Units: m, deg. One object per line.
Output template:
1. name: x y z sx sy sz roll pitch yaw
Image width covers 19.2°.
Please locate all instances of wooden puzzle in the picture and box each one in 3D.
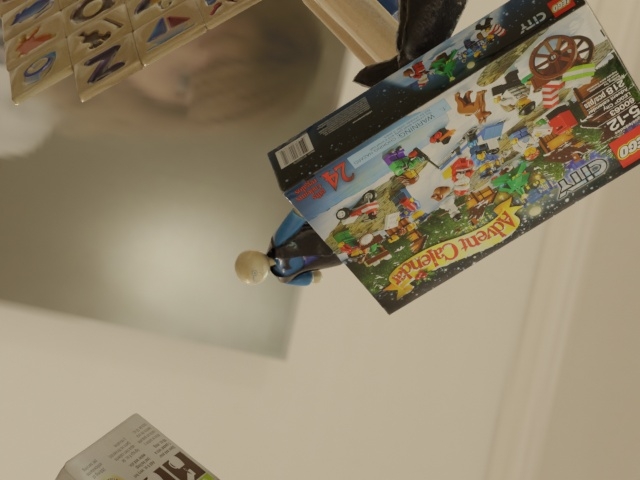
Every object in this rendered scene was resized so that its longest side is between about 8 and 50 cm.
1. wooden puzzle: 0.074 -0.204 1.854 0.080 0.322 0.348 -44 170 3

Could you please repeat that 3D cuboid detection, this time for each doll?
1. doll: 0.000 0.000 1.957 0.129 0.189 0.046 78 -9 -48

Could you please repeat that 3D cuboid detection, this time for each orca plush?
1. orca plush: 0.082 -0.245 1.348 0.287 0.102 0.151 -64 -176 3

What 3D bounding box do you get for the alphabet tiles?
1. alphabet tiles: -0.145 -0.234 1.597 0.285 0.011 0.342 -30 -148 5

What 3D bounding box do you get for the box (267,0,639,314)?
1. box: 0.103 -0.062 1.279 0.233 0.159 0.044 -32 -135 10

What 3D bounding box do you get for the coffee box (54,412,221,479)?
1. coffee box: -0.078 0.252 1.236 0.141 0.246 0.098 -59 168 28
